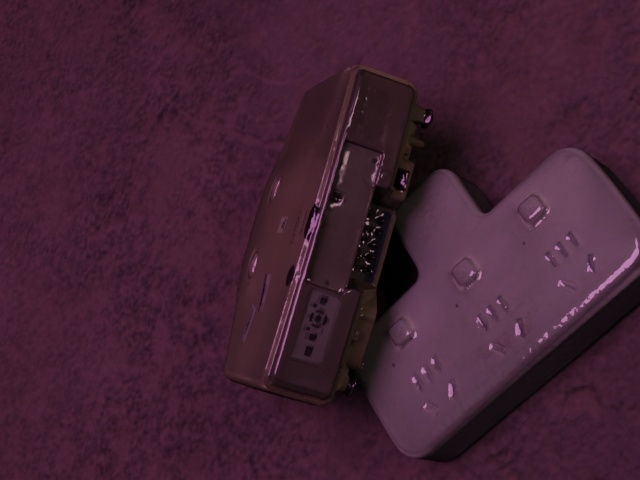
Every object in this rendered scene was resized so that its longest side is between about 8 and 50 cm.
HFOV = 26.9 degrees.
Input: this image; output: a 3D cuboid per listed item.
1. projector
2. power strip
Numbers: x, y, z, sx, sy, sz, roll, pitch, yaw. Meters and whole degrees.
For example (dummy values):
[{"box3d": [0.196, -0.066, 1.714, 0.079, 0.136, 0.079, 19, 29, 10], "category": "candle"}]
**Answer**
[{"box3d": [0.000, 0.000, 1.122, 0.193, 0.088, 0.269, 173, 114, -73], "category": "projector"}, {"box3d": [0.128, 0.030, 1.064, 0.265, 0.059, 0.193, -45, 52, 20], "category": "power strip"}]
